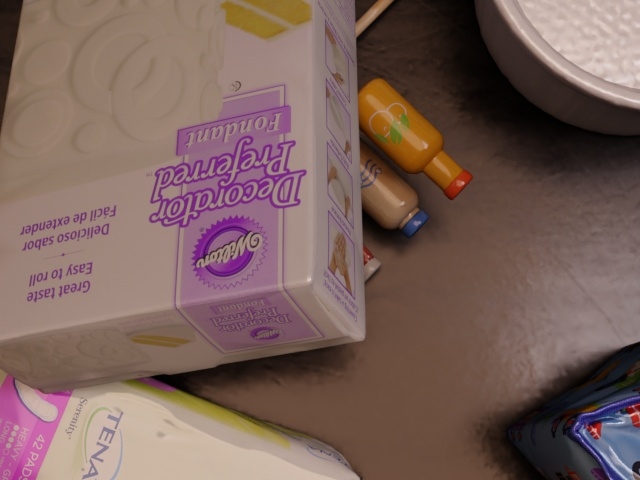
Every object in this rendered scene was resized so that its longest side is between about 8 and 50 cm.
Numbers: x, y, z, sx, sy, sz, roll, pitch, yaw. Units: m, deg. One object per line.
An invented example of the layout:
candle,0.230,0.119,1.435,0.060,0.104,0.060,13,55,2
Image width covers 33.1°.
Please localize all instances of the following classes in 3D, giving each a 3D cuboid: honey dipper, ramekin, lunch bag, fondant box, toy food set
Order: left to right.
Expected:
fondant box,-0.099,-0.075,0.752,0.238,0.096,0.330,-11,59,17
toy food set,0.000,0.000,0.815,0.104,0.111,0.232,44,84,7
honey dipper,0.043,-0.186,0.893,0.030,0.030,0.161,44,79,7
ramekin,0.251,-0.216,0.842,0.277,0.135,0.277,0,80,0
lunch bag,0.276,0.213,0.721,0.138,0.221,0.293,-33,81,-6

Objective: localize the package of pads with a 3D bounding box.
package of pads,-0.136,0.216,0.784,0.297,0.101,0.229,22,82,3
